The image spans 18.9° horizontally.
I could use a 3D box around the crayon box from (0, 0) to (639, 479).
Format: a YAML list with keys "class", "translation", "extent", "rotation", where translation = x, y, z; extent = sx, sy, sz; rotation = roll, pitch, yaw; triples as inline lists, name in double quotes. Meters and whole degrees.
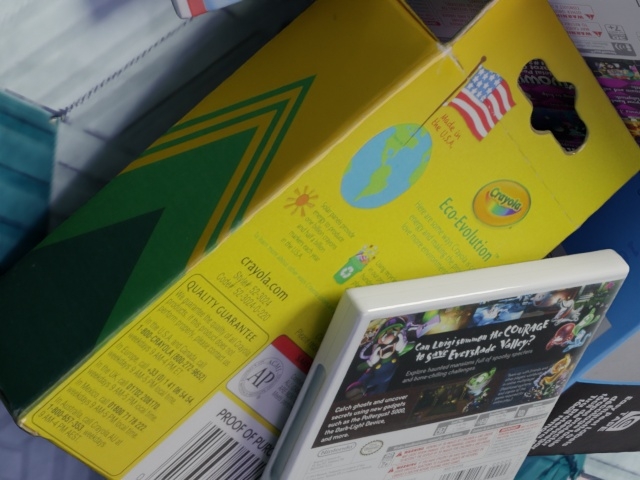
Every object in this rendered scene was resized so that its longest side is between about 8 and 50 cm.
- class: "crayon box"
  translation: [0.000, 0.000, 0.977]
  extent: [0.318, 0.081, 0.202]
  rotation: [-40, 143, 2]

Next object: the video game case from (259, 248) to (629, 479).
- class: "video game case"
  translation: [0.062, 0.084, 1.034]
  extent: [0.190, 0.022, 0.173]
  rotation: [-7, 135, -37]

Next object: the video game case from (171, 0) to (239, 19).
- class: "video game case"
  translation: [0.045, -0.225, 0.831]
  extent: [0.285, 0.025, 0.204]
  rotation: [-19, 132, -3]

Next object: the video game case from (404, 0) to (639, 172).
- class: "video game case"
  translation: [0.138, -0.099, 0.976]
  extent: [0.210, 0.232, 0.042]
  rotation: [49, 55, -52]

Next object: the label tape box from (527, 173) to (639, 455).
- class: "label tape box"
  translation: [0.257, 0.027, 1.234]
  extent: [0.347, 0.115, 0.249]
  rotation: [7, 137, -49]
